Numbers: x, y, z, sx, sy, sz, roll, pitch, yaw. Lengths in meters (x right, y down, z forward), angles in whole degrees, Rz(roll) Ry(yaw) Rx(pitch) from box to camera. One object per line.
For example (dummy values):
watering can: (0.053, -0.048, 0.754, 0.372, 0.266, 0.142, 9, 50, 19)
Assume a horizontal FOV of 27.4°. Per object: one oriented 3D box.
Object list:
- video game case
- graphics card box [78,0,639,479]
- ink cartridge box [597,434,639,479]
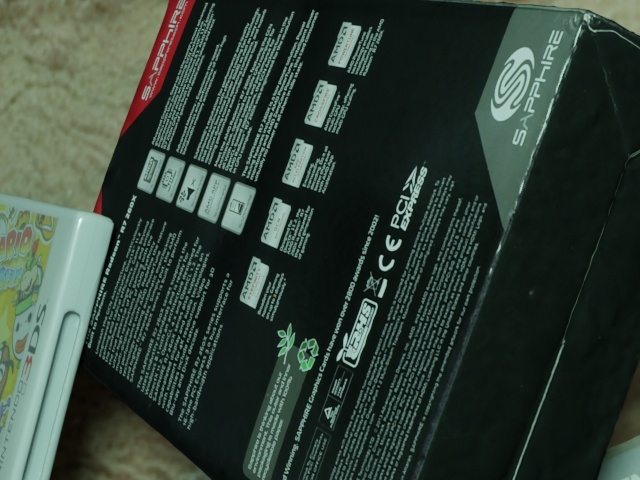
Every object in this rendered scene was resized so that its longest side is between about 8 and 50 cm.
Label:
video game case: (-0.201, 0.075, 0.796, 0.227, 0.026, 0.206, 11, 86, 59)
graphics card box: (0.000, 0.000, 0.628, 0.371, 0.094, 0.232, 21, 91, 60)
ink cartridge box: (0.157, 0.232, 0.562, 0.309, 0.130, 0.271, -28, 67, 23)
